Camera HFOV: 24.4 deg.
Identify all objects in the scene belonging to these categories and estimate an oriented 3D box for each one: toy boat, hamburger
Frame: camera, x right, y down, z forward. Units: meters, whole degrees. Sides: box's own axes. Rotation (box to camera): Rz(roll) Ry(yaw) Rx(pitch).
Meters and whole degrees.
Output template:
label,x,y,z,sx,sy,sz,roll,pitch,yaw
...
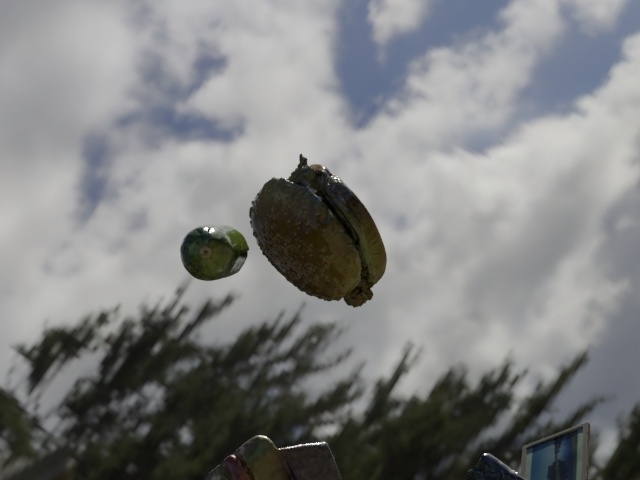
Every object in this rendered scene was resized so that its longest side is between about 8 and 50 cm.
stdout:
label,x,y,z,sx,sy,sz,roll,pitch,yaw
toy boat,-0.074,0.400,2.000,0.293,0.111,0.276,-2,-77,-23
hamburger,0.000,0.000,2.094,0.122,0.215,0.189,-35,-13,-27

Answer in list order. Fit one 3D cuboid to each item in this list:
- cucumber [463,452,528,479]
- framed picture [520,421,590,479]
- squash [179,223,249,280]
label,x,y,z,sx,sy,sz,roll,pitch,yaw
cucumber,0.243,0.310,1.687,0.058,0.187,0.058,-27,-46,-32
framed picture,0.327,0.322,2.071,0.109,0.011,0.149,-26,26,26
squash,-0.126,0.014,1.762,0.069,0.069,0.239,-60,-2,2
